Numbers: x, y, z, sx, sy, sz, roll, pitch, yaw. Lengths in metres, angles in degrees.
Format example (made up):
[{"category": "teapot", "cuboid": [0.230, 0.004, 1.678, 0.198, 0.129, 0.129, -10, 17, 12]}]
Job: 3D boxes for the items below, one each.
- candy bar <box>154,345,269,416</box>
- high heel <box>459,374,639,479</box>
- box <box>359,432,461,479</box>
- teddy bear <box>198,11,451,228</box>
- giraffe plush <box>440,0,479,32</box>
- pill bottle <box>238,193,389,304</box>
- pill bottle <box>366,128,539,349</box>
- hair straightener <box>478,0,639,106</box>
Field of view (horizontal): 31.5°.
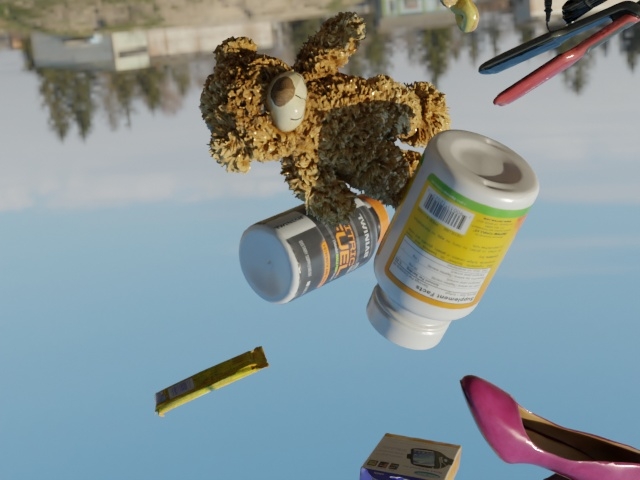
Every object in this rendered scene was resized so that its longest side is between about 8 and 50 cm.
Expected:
[{"category": "candy bar", "cuboid": [-0.142, 0.179, 1.446, 0.161, 0.018, 0.040, -25, -138, 3]}, {"category": "high heel", "cuboid": [0.382, 0.301, 1.824, 0.181, 0.377, 0.127, -35, -146, 18]}, {"category": "box", "cuboid": [0.088, 0.224, 1.107, 0.081, 0.028, 0.136, 8, -170, 15]}, {"category": "teddy bear", "cuboid": [0.025, -0.137, 1.346, 0.338, 0.245, 0.113, 33, 176, -34]}, {"category": "giraffe plush", "cuboid": [0.110, -0.275, 0.922, 0.181, 0.210, 0.170, 29, -149, -26]}, {"category": "pill bottle", "cuboid": [0.000, 0.000, 1.767, 0.130, 0.130, 0.245, 5, -158, 43]}, {"category": "pill bottle", "cuboid": [0.143, 0.006, 1.327, 0.136, 0.246, 0.136, 16, -147, -11]}, {"category": "hair straightener", "cuboid": [0.267, -0.239, 1.225, 0.230, 0.089, 0.047, -32, 166, 27]}]
